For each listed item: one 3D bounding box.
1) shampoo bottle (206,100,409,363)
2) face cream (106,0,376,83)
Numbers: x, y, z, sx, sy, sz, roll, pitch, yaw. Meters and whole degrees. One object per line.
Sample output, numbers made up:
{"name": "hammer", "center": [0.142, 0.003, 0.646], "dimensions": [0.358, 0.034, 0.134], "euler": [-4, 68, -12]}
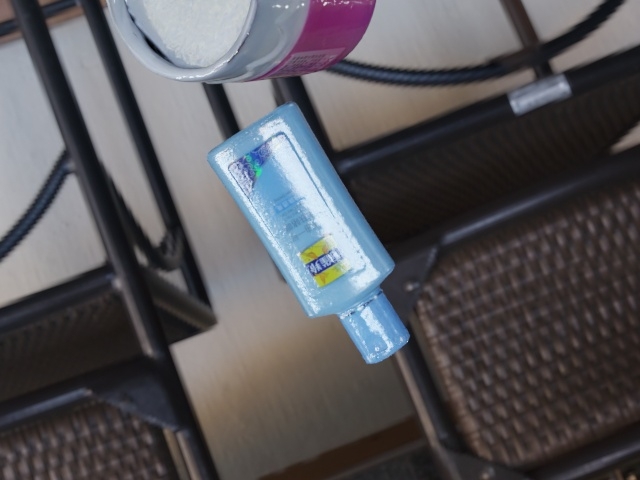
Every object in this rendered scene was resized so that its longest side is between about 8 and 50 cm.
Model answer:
{"name": "shampoo bottle", "center": [0.000, 0.000, 1.126], "dimensions": [0.104, 0.258, 0.061], "euler": [-31, -174, 18]}
{"name": "face cream", "center": [-0.067, -0.228, 1.038], "dimensions": [0.175, 0.175, 0.195], "euler": [-28, 175, 34]}
